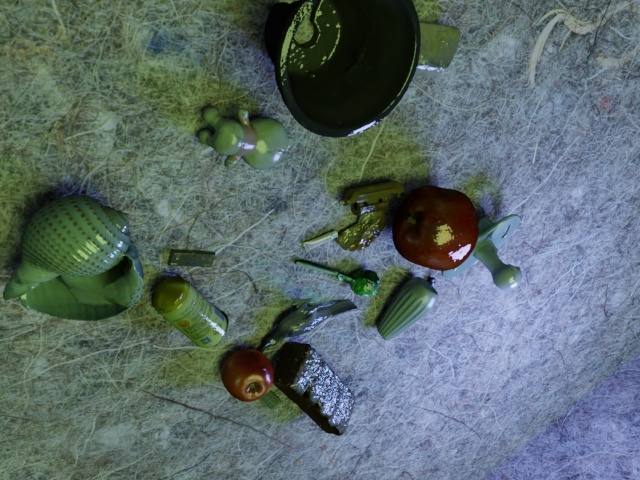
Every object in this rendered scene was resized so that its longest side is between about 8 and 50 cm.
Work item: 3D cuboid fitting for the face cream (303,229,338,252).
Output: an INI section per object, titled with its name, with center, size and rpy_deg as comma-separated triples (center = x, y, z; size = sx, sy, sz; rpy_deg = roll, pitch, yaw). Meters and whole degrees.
[face cream]
center = 0.000, 0.000, 1.922
size = 0.115, 0.020, 0.038
rpy_deg = -23, 127, -13

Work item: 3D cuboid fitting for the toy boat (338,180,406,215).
[toy boat]
center = 0.162, -0.130, 1.902
size = 0.226, 0.068, 0.088
rpy_deg = -12, 97, -30

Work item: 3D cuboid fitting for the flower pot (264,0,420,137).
[flower pot]
center = 0.017, -0.452, 1.489
size = 0.380, 0.251, 0.379
rpy_deg = -18, 127, -26

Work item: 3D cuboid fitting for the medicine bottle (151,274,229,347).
[medicine bottle]
center = -0.368, 0.196, 1.750
size = 0.124, 0.124, 0.239
rpy_deg = -41, 131, -3

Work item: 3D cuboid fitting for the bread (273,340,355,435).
[bread]
center = -0.009, 0.514, 2.149
size = 0.416, 0.113, 0.165
rpy_deg = 54, 49, -42

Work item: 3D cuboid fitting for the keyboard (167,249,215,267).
[keyboard]
center = -0.355, 0.051, 1.733
size = 0.129, 0.015, 0.049
rpy_deg = 3, 122, -34

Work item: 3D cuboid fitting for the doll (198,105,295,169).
[doll]
center = -0.174, -0.248, 1.589
size = 0.275, 0.113, 0.154
rpy_deg = 12, 109, -36

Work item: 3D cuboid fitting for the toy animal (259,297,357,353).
[toy animal]
center = -0.047, 0.242, 1.998
size = 0.367, 0.081, 0.205
rpy_deg = -26, 152, -14

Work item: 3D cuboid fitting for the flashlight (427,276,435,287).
[flashlight]
center = 0.396, 0.190, 2.285
size = 0.057, 0.035, 0.121
rpy_deg = -5, 121, -29

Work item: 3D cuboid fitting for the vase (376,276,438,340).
[vase]
center = 0.297, 0.246, 2.205
size = 0.128, 0.128, 0.248
rpy_deg = 27, 111, -41

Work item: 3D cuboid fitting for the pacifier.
[pacifier]
center = 0.589, 0.067, 2.187
size = 0.343, 0.269, 0.288
rpy_deg = -30, 155, -9

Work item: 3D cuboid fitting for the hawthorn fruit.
[hawthorn fruit]
center = 0.352, -0.041, 1.961
size = 0.300, 0.275, 0.275
rpy_deg = 12, 112, -46

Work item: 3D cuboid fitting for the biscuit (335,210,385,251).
[biscuit]
center = 0.144, -0.029, 1.970
size = 0.183, 0.061, 0.118
rpy_deg = -46, 134, 0

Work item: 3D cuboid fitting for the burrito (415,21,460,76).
[burrito]
center = 0.238, -0.518, 1.689
size = 0.299, 0.105, 0.143
rpy_deg = -4, 116, -29

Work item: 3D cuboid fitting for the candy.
[candy]
center = 0.054, 0.109, 2.003
size = 0.324, 0.097, 0.097
rpy_deg = 19, 107, -30

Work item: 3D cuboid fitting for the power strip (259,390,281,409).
[power strip]
center = -0.185, 0.535, 2.147
size = 0.051, 0.019, 0.136
rpy_deg = -39, 132, -3

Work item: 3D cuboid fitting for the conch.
[conch]
center = -0.563, 0.038, 1.466
size = 0.319, 0.215, 0.303
rpy_deg = -20, 129, 20

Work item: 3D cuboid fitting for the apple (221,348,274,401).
[apple]
center = -0.225, 0.423, 1.964
size = 0.164, 0.139, 0.163
rpy_deg = -12, 130, -15
